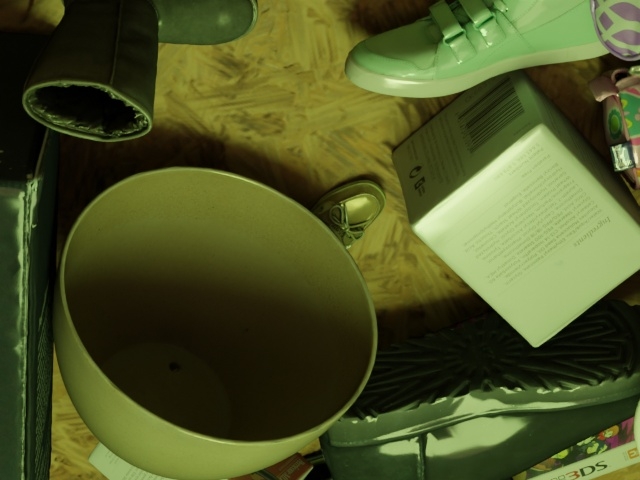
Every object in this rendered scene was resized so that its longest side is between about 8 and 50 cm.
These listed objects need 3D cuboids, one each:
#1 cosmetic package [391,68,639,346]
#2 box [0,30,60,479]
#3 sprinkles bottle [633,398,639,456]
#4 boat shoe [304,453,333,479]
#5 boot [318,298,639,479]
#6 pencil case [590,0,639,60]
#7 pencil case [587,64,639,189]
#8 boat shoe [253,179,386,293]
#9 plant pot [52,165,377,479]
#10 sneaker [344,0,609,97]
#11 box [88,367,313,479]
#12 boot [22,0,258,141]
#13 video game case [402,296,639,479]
[{"bbox_3d":[0.186,-0.036,1.377,0.151,0.151,0.183,-39,115,17],"label":"cosmetic package"},{"bbox_3d":[-0.474,0.074,1.293,0.479,0.297,0.472,4,121,-7],"label":"box"},{"bbox_3d":[0.409,0.169,1.420,0.121,0.121,0.355,-47,156,20],"label":"sprinkles bottle"},{"bbox_3d":[-0.055,0.265,1.576,0.223,0.080,0.073,-11,115,-5],"label":"boat shoe"},{"bbox_3d":[0.197,0.292,1.523,0.367,0.146,0.445,-10,120,4],"label":"boot"},{"bbox_3d":[0.330,-0.217,1.283,0.206,0.088,0.086,-23,123,-21],"label":"pencil case"},{"bbox_3d":[0.390,-0.137,1.356,0.284,0.124,0.124,-16,120,7],"label":"pencil case"},{"bbox_3d":[-0.002,-0.001,1.438,0.153,0.048,0.056,-30,118,12],"label":"boat shoe"},{"bbox_3d":[-0.116,0.103,1.341,0.284,0.284,0.191,16,138,-14],"label":"plant pot"},{"bbox_3d":[0.137,-0.218,1.297,0.255,0.094,0.151,-14,127,-8],"label":"sneaker"},{"bbox_3d":[-0.115,0.218,1.471,0.170,0.130,0.091,39,112,8],"label":"box"},{"bbox_3d":[-0.142,-0.157,1.240,0.189,0.208,0.076,2,121,-6],"label":"boot"},{"bbox_3d":[0.222,0.166,1.562,0.210,0.042,0.232,-21,120,6],"label":"video game case"}]
